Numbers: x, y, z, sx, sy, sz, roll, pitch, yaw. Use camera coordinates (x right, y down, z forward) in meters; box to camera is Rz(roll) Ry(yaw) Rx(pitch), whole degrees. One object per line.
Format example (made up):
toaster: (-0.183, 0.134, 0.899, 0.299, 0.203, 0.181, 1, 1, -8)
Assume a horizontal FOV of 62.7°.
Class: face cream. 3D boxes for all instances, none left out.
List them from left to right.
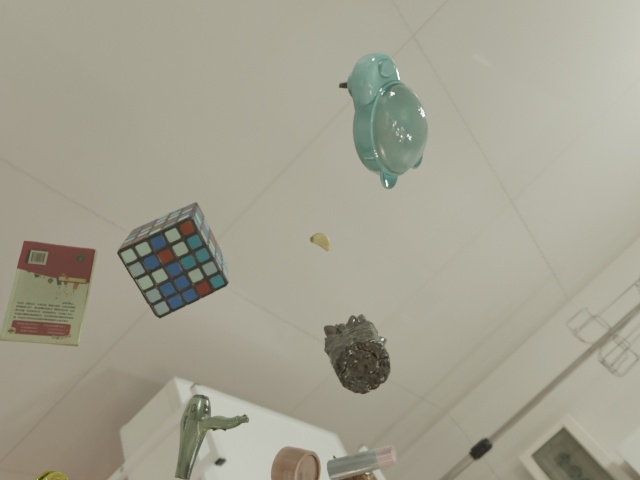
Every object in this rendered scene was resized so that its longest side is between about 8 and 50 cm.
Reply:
face cream: (-0.081, 0.776, 1.764, 0.104, 0.149, 0.149, -5, -29, 35)
face cream: (0.120, 0.638, 1.505, 0.084, 0.198, 0.057, 19, 54, -75)

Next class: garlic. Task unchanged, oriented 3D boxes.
garlic: (0.000, 0.000, 1.798, 0.083, 0.053, 0.041, 25, -25, -31)

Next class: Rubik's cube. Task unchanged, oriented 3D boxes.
Rubik's cube: (-0.334, 0.039, 1.225, 0.182, 0.184, 0.187, 65, -4, -18)

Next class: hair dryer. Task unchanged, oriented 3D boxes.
hair dryer: (-0.314, 0.547, 1.423, 0.224, 0.219, 0.088, 8, -25, 39)

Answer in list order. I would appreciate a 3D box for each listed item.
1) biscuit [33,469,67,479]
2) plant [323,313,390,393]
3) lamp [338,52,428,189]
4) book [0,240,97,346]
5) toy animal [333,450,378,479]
biscuit: (-0.461, 0.430, 0.880, 0.023, 0.084, 0.084, 9, -5, 18)
plant: (0.113, 0.321, 1.549, 0.321, 0.193, 0.182, -126, -166, -82)
lamp: (0.150, -0.274, 1.176, 0.209, 0.147, 0.284, -38, 103, -43)
book: (-0.616, 0.119, 1.199, 0.162, 0.232, 0.022, 7, -21, -14)
toy animal: (0.102, 0.763, 1.679, 0.188, 0.179, 0.089, 28, -3, -8)
